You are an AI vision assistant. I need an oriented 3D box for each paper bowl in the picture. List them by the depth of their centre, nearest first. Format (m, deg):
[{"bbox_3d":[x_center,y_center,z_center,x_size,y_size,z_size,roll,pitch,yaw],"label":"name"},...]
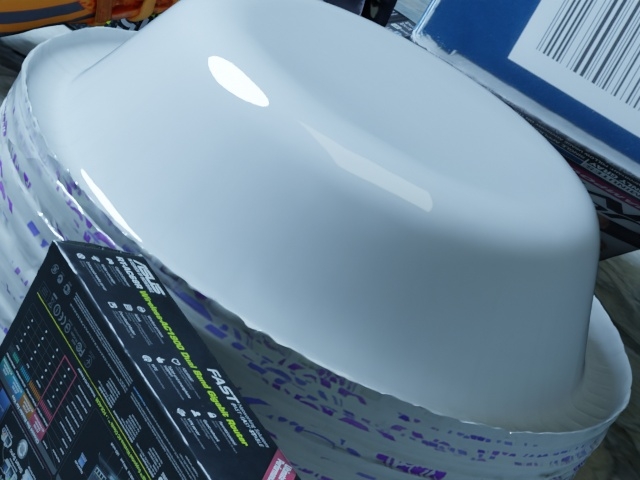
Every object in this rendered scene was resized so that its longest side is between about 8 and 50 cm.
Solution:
[{"bbox_3d":[0.000,0.000,0.697,0.284,0.148,0.284,27,22,-12],"label":"paper bowl"}]

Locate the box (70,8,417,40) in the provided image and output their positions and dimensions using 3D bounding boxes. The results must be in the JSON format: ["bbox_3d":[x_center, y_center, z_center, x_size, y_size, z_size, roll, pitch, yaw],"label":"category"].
[{"bbox_3d":[-0.063,-0.156,1.087,0.216,0.060,0.270,35,21,13],"label":"box"}]

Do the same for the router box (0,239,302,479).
[{"bbox_3d":[-0.065,0.072,0.519,0.038,0.092,0.122,12,28,-41],"label":"router box"}]

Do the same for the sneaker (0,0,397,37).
[{"bbox_3d":[-0.064,-0.152,0.881,0.321,0.125,0.180,-32,65,-34],"label":"sneaker"}]

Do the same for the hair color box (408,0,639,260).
[{"bbox_3d":[0.133,-0.078,0.930,0.174,0.105,0.347,32,-4,1],"label":"hair color box"}]
